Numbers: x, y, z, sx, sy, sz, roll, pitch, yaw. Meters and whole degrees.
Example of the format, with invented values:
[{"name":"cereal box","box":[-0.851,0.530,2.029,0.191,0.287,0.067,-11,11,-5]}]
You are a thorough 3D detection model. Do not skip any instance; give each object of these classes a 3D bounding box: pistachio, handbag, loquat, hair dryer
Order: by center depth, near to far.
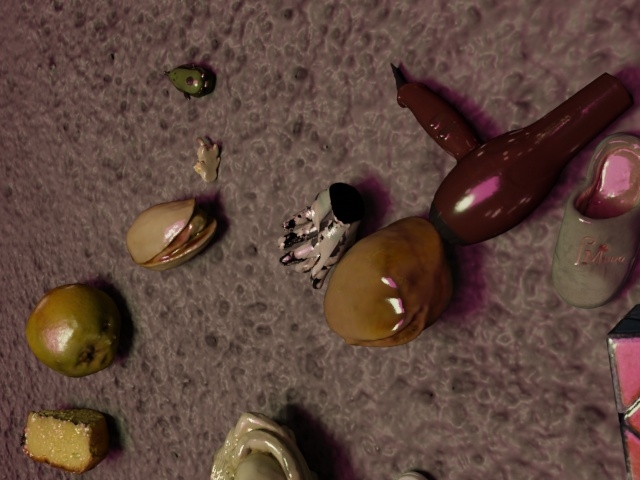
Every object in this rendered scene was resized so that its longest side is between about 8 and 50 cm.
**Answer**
[{"name":"hair dryer","box":[0.233,-0.192,0.982,0.312,0.123,0.340,-46,60,19]},{"name":"pistachio","box":[0.098,0.069,1.070,0.260,0.163,0.213,-14,49,53]},{"name":"handbag","box":[-0.262,-0.318,1.315,0.111,0.047,0.072,20,107,28]},{"name":"pistachio","box":[-0.305,-0.010,1.337,0.215,0.144,0.144,-23,84,37]},{"name":"loquat","box":[-0.573,0.195,1.519,0.246,0.213,0.213,38,117,36]}]

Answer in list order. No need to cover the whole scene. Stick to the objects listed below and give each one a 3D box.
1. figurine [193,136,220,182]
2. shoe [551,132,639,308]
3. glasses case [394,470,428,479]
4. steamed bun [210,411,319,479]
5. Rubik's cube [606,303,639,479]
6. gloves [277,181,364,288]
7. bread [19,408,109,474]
[{"name":"figurine","box":[-0.232,-0.162,1.324,0.050,0.047,0.083,31,121,43]},{"name":"shoe","box":[0.377,-0.022,0.889,0.103,0.100,0.251,19,105,30]},{"name":"glasses case","box":[0.119,0.493,1.165,0.092,0.059,0.233,51,122,16]},{"name":"steamed bun","box":[-0.090,0.482,1.215,0.280,0.207,0.268,121,156,-46]},{"name":"Rubik's cube","box":[0.479,0.184,0.786,0.205,0.205,0.207,-10,90,35]},{"name":"gloves","box":[0.005,-0.005,1.150,0.127,0.111,0.212,51,149,12]},{"name":"bread","box":[-0.599,0.482,1.614,0.260,0.134,0.129,1,87,29]}]
